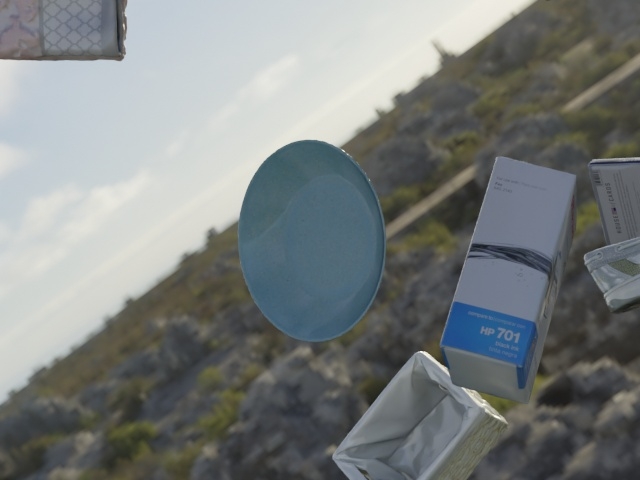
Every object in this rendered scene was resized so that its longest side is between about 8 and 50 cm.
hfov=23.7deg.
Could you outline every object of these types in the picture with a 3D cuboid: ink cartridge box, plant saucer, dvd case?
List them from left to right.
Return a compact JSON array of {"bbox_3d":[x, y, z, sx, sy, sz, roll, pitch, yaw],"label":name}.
[{"bbox_3d":[0.000,0.000,1.465,0.037,0.195,0.195,-2,-23,-47],"label":"plant saucer"},{"bbox_3d":[0.177,0.039,1.414,0.139,0.082,0.190,64,-137,-68],"label":"ink cartridge box"},{"bbox_3d":[0.608,-0.065,2.717,0.239,0.179,0.029,0,29,36],"label":"dvd case"}]

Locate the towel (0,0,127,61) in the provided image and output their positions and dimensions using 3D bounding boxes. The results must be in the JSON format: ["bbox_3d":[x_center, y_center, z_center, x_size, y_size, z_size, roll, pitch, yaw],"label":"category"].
[{"bbox_3d":[-0.376,-0.372,1.761,0.317,0.331,0.053,2,7,7],"label":"towel"}]

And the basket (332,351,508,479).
[{"bbox_3d":[0.118,0.230,1.750,0.167,0.113,0.103,-51,-33,7],"label":"basket"}]

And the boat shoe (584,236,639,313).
[{"bbox_3d":[0.539,-0.007,2.193,0.320,0.103,0.118,-29,-15,3],"label":"boat shoe"}]
